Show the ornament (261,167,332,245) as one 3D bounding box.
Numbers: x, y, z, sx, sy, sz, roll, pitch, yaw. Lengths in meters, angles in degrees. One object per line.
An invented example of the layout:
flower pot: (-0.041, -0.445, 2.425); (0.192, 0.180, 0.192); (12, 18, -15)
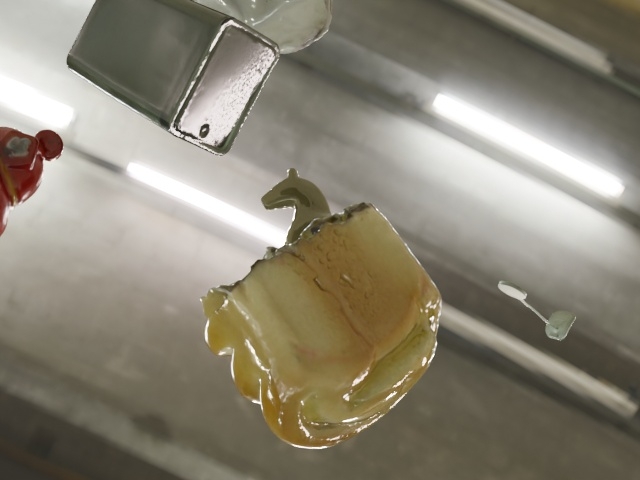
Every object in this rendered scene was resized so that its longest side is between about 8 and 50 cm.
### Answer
ornament: (0.000, 0.000, 2.557); (0.230, 0.061, 0.244); (12, -119, 7)

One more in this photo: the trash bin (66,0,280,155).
trash bin: (-0.199, -0.233, 2.008); (0.240, 0.164, 0.122); (28, -178, 38)

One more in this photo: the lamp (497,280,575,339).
lamp: (0.368, 0.105, 2.647); (0.050, 0.056, 0.198); (15, 162, 44)

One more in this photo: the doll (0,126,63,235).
doll: (-0.491, -0.057, 1.983); (0.363, 0.160, 0.182); (-27, -102, -22)

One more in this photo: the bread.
bread: (0.007, 0.122, 2.051); (0.316, 0.211, 0.270); (-33, -95, -32)

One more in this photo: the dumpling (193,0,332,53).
dumpling: (-0.101, -0.455, 2.274); (0.260, 0.341, 0.181); (-3, -160, 20)
